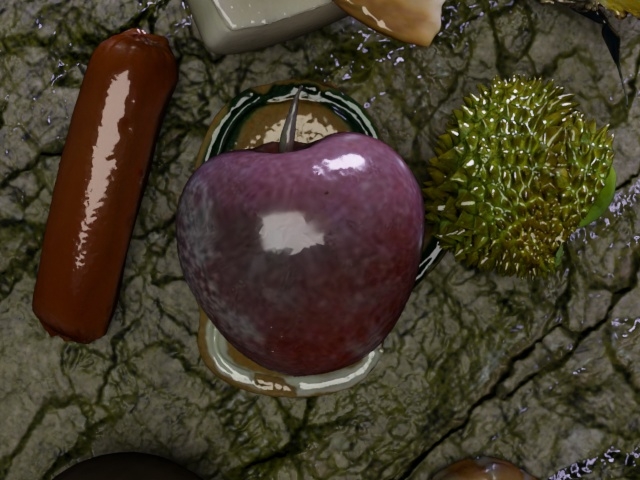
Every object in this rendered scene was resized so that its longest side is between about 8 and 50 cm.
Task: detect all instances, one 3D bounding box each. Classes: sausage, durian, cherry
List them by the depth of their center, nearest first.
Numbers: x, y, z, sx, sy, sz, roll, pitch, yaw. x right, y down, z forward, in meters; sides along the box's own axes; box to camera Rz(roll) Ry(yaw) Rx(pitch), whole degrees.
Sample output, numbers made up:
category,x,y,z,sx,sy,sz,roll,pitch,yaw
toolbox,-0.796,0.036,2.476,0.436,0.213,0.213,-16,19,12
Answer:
category,x,y,z,sx,sy,sz,roll,pitch,yaw
cherry,-0.019,-0.004,1.098,0.236,0.213,0.285,2,105,12
durian,0.192,-0.063,1.135,0.176,0.237,0.200,32,100,7
sausage,-0.234,-0.055,1.219,0.097,0.094,0.348,16,95,5

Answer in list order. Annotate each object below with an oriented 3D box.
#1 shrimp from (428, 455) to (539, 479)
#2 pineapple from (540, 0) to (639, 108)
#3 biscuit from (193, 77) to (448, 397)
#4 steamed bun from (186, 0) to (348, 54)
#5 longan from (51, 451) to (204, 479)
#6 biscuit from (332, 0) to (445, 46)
category,x,y,z,sx,sy,sz,roll,pitch,yaw
shrimp,0.225,0.359,1.253,0.152,0.063,0.287,-40,90,-7
pineapple,0.267,-0.319,1.170,0.334,0.161,0.158,47,134,15
biscuit,0.000,0.000,1.232,0.287,0.057,0.343,3,95,2
steamed bun,-0.027,-0.284,1.156,0.242,0.164,0.146,-23,94,-11
longan,-0.198,0.337,1.172,0.258,0.258,0.258,0,94,2
biscuit,0.065,-0.351,1.067,0.204,0.040,0.309,18,91,-11
